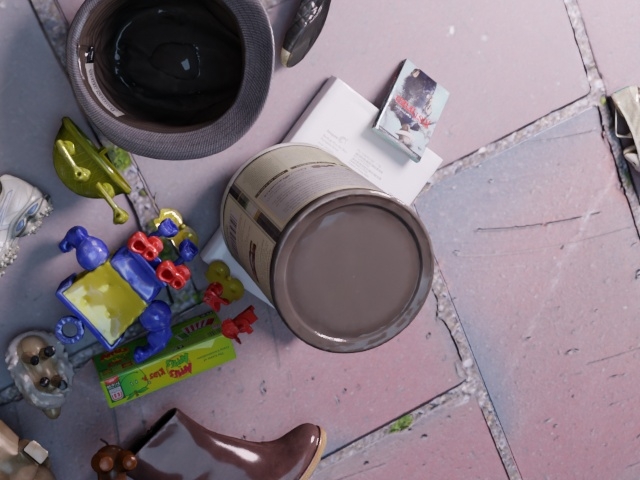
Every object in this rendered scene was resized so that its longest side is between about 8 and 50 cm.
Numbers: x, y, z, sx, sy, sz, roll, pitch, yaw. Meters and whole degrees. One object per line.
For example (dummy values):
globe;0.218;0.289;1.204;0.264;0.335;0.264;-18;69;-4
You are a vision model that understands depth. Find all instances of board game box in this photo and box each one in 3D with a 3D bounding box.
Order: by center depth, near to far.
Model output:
board game box;-0.214;0.160;1.710;0.181;0.092;0.043;-21;111;-11

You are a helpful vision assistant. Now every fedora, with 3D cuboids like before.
fedora;-0.173;-0.223;1.558;0.276;0.124;0.243;1;96;14

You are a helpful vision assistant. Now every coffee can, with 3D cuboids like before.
coffee can;0.000;0.000;1.585;0.202;0.275;0.201;-5;108;-16

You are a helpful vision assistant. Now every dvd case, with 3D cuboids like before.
dvd case;0.125;-0.179;1.730;0.087;0.013;0.119;36;67;-24

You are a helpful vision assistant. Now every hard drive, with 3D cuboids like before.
hard drive;0.003;-0.047;1.745;0.203;0.040;0.307;35;94;-24

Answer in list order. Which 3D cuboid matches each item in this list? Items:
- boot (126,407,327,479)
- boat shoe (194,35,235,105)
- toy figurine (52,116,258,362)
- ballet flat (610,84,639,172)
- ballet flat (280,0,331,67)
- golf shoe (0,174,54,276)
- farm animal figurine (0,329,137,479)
boot;-0.135;0.305;1.781;0.248;0.090;0.207;-41;116;2
boat shoe;-0.122;-0.230;1.642;0.048;0.056;0.153;23;100;-32
toy figurine;-0.279;0.048;1.603;0.217;0.191;0.362;-40;104;11
ballet flat;0.469;-0.151;1.864;0.052;0.057;0.168;-13;109;16
ballet flat;-0.016;-0.312;1.661;0.049;0.057;0.173;25;99;18
golf shoe;-0.426;-0.005;1.618;0.086;0.069;0.176;38;90;-4
farm animal figurine;-0.423;0.327;1.656;0.330;0.172;0.326;-31;95;-21
